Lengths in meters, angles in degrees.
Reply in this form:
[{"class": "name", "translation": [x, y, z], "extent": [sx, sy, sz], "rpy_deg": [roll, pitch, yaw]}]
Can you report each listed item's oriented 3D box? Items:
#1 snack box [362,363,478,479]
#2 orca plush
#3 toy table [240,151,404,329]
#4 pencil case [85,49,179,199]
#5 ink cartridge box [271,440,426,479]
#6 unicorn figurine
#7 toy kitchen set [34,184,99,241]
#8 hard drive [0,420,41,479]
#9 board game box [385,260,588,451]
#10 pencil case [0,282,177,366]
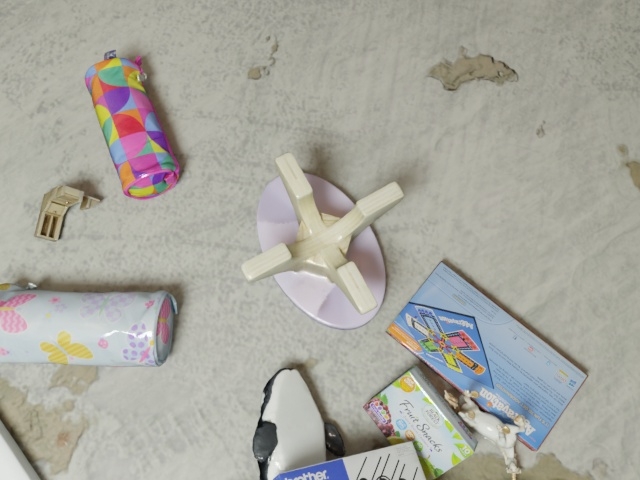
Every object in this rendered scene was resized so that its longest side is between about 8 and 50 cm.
[{"class": "snack box", "translation": [0.144, 0.267, 0.902], "extent": [0.100, 0.037, 0.141], "rpy_deg": [-44, 78, 24]}, {"class": "orca plush", "translation": [-0.038, 0.337, 0.891], "extent": [0.151, 0.102, 0.287], "rpy_deg": [-12, 71, -46]}, {"class": "toy table", "translation": [0.000, 0.000, 0.934], "extent": [0.252, 0.161, 0.274], "rpy_deg": [-40, 80, -11]}, {"class": "pencil case", "translation": [-0.305, -0.186, 1.009], "extent": [0.104, 0.104, 0.236], "rpy_deg": [-20, 78, -7]}, {"class": "ink cartridge box", "translation": [0.045, 0.337, 0.816], "extent": [0.207, 0.046, 0.097], "rpy_deg": [-3, 57, -27]}, {"class": "unicorn figurine", "translation": [0.250, 0.278, 0.903], "extent": [0.060, 0.111, 0.162], "rpy_deg": [-34, 59, -18]}, {"class": "toy kitchen set", "translation": [-0.397, -0.038, 0.984], "extent": [0.068, 0.083, 0.075], "rpy_deg": [20, 70, -39]}, {"class": "hard drive", "translation": [-0.519, 0.386, 0.874], "extent": [0.233, 0.047, 0.353], "rpy_deg": [-38, 80, -10]}, {"class": "board game box", "translation": [0.254, 0.174, 0.960], "extent": [0.281, 0.027, 0.145], "rpy_deg": [39, 76, 9]}, {"class": "pencil case", "translation": [-0.355, 0.124, 0.916], "extent": [0.273, 0.114, 0.124], "rpy_deg": [3, 31, 0]}]
